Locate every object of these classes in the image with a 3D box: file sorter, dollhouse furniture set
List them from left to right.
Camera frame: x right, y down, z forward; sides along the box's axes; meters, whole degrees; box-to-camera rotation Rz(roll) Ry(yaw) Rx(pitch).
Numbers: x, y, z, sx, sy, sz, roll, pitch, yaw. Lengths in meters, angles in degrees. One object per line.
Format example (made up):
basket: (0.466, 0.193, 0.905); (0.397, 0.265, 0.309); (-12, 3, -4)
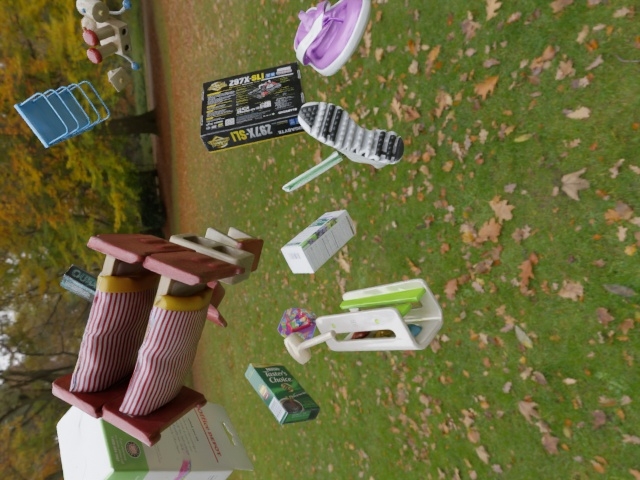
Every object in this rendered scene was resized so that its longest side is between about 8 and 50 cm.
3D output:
file sorter: (-0.679, -0.346, 1.081); (0.118, 0.105, 0.170); (62, -153, -23)
dollhouse furniture set: (-0.176, 0.099, 0.614); (0.374, 0.152, 0.201); (-11, -61, -75)

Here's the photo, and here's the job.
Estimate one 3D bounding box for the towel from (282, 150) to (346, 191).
towel: (0.001, -0.268, 1.489); (0.038, 0.248, 0.325); (57, -161, -8)

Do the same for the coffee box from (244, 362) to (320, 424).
coffee box: (-0.098, 0.376, 1.008); (0.184, 0.113, 0.040); (34, 103, 46)

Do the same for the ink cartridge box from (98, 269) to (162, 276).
ink cartridge box: (-0.624, 0.261, 1.364); (0.279, 0.161, 0.384); (-123, 35, -66)

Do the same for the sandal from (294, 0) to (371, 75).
sandal: (-0.012, -0.481, 0.937); (0.416, 0.102, 0.169); (50, 124, 61)

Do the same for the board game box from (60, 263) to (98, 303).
board game box: (-0.391, 0.115, 0.760); (0.126, 0.186, 0.026); (-22, 36, 52)

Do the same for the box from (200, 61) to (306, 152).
box: (-0.204, -0.415, 1.248); (0.079, 0.323, 0.256); (73, -174, -55)

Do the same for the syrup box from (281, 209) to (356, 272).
syrup box: (0.000, 0.000, 1.250); (0.093, 0.237, 0.096); (-5, 118, 45)

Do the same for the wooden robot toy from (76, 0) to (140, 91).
wooden robot toy: (-0.327, -0.312, 0.588); (0.079, 0.076, 0.173); (31, 138, 13)

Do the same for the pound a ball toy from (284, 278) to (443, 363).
pound a ball toy: (0.093, 0.215, 0.920); (0.319, 0.208, 0.135); (-22, 101, 50)

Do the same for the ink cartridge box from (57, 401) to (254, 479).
ink cartridge box: (-0.325, 0.433, 0.836); (0.119, 0.353, 0.207); (-51, 47, 2)

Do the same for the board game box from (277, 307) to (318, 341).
board game box: (-0.082, 0.303, 1.514); (0.168, 0.133, 0.033); (-67, -11, -54)

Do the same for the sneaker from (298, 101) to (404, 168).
sneaker: (0.072, -0.268, 1.075); (0.118, 0.292, 0.109); (156, 137, -75)
